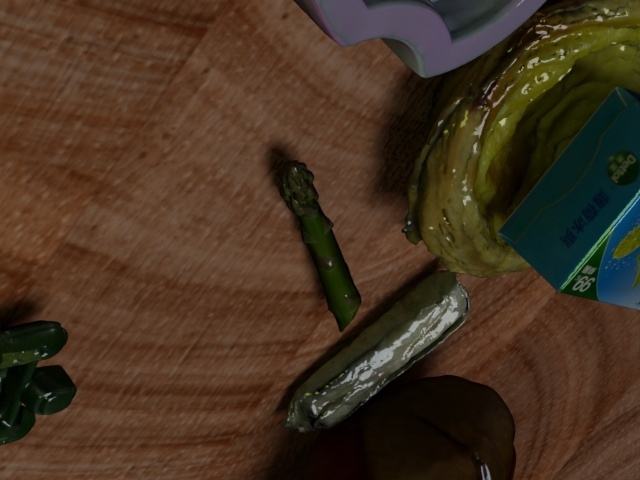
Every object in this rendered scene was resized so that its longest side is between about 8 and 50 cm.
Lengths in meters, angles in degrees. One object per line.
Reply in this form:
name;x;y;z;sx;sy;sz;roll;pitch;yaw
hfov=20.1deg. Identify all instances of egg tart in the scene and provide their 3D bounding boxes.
egg tart;0.166;-0.089;1.318;0.279;0.095;0.279;-27;144;-22

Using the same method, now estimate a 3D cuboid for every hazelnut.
hazelnut;0.073;0.218;1.520;0.212;0.181;0.181;-32;132;-40

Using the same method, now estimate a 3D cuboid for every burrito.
burrito;0.045;0.094;1.455;0.188;0.045;0.058;-40;126;-3

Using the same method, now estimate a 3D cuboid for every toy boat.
toy boat;-0.241;0.103;1.087;0.210;0.052;0.104;-13;142;-45

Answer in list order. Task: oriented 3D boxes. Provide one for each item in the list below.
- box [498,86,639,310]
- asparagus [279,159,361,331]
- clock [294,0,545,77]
box;0.239;-0.024;1.318;0.194;0.073;0.139;11;121;-53
asparagus;0.000;0.001;1.278;0.027;0.034;0.236;-23;148;-1
clock;0.091;-0.253;0.985;0.338;0.102;0.338;-33;151;-21
